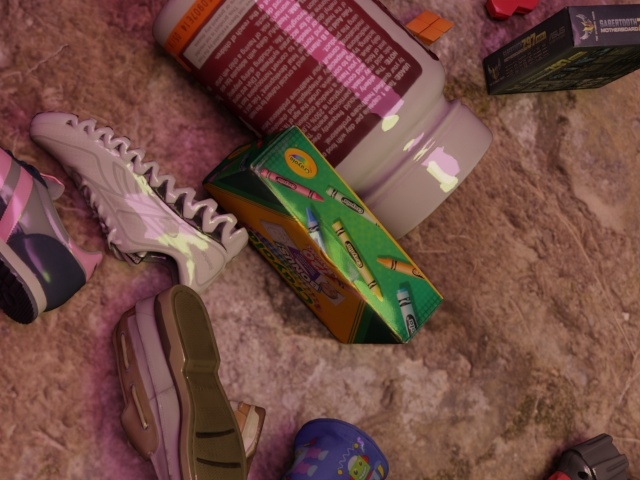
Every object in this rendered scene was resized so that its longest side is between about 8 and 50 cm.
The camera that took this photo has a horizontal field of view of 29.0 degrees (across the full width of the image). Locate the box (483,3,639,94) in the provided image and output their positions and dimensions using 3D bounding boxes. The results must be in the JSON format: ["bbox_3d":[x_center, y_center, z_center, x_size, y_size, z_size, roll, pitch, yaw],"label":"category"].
[{"bbox_3d":[0.349,-0.252,1.636,0.183,0.233,0.059,-7,83,-20],"label":"box"}]

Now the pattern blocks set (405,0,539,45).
[{"bbox_3d":[0.131,-0.407,1.696,0.325,0.026,0.285,-15,81,-23],"label":"pattern blocks set"}]

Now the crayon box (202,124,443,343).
[{"bbox_3d":[0.000,0.000,1.471,0.081,0.165,0.278,-47,105,-21],"label":"crayon box"}]

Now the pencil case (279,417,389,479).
[{"bbox_3d":[-0.041,0.345,1.398,0.119,0.133,0.306,49,54,-17],"label":"pencil case"}]

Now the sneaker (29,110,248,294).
[{"bbox_3d":[-0.229,-0.045,1.460,0.292,0.110,0.118,36,78,-9],"label":"sneaker"}]

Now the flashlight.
[{"bbox_3d":[0.250,0.331,1.547,0.304,0.103,0.103,-22,70,-23],"label":"flashlight"}]

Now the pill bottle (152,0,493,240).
[{"bbox_3d":[0.007,-0.197,1.508,0.392,0.224,0.224,44,68,-6],"label":"pill bottle"}]

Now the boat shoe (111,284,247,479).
[{"bbox_3d":[-0.164,0.207,1.406,0.113,0.103,0.302,27,46,-55],"label":"boat shoe"}]

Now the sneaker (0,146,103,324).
[{"bbox_3d":[-0.374,-0.065,1.419,0.131,0.112,0.319,-33,94,-37],"label":"sneaker"}]

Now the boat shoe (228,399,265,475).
[{"bbox_3d":[-0.123,0.279,1.451,0.072,0.068,0.190,16,66,0],"label":"boat shoe"}]
